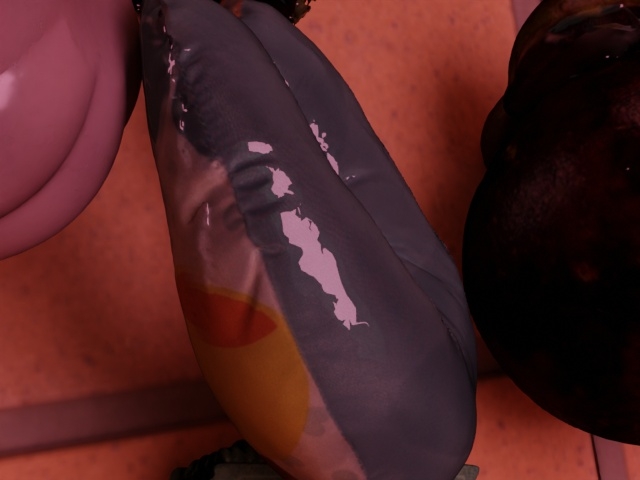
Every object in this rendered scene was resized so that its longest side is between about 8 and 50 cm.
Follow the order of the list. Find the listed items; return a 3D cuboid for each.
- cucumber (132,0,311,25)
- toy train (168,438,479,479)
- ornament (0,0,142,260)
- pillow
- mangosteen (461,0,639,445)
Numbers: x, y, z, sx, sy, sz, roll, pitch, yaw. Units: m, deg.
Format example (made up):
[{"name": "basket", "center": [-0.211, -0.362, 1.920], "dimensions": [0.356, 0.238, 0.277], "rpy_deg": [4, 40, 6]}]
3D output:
[{"name": "cucumber", "center": [-0.075, -0.124, 0.667], "dimensions": [0.181, 0.053, 0.053], "rpy_deg": [24, 66, -32]}, {"name": "toy train", "center": [0.000, 0.131, 0.658], "dimensions": [0.172, 0.070, 0.099], "rpy_deg": [7, 65, -38]}, {"name": "ornament", "center": [-0.149, -0.073, 0.524], "dimensions": [0.177, 0.177, 0.177], "rpy_deg": [10, 74, -37]}, {"name": "pillow", "center": [0.000, 0.000, 0.601], "dimensions": [0.233, 0.086, 0.214], "rpy_deg": [-46, 115, -77]}, {"name": "mangosteen", "center": [0.160, -0.004, 0.742], "dimensions": [0.210, 0.210, 0.210], "rpy_deg": [10, 74, -37]}]
